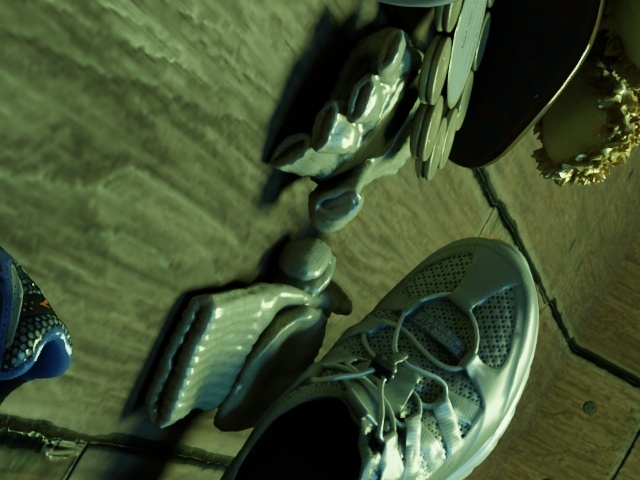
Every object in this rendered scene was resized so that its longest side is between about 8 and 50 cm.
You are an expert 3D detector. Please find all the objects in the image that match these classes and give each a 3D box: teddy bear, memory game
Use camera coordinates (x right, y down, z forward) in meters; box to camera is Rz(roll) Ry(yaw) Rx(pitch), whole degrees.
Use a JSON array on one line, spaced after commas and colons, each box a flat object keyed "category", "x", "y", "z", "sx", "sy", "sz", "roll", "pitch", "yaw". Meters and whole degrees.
[{"category": "teddy bear", "x": 0.242, "y": -0.146, "z": 1.207, "sx": 0.245, "sy": 0.113, "sz": 0.338, "roll": -60, "pitch": 178, "yaw": 14}, {"category": "memory game", "x": 0.079, "y": -0.123, "z": 0.942, "sx": 0.186, "sy": 0.012, "sz": 0.186, "roll": 14, "pitch": 90, "yaw": -79}]

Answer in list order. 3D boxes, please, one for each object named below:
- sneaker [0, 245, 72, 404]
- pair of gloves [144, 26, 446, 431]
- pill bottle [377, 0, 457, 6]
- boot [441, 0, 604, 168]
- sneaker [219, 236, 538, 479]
[{"category": "sneaker", "x": -0.149, "y": 0.089, "z": 0.499, "sx": 0.221, "sy": 0.087, "sz": 0.083, "roll": -62, "pitch": 165, "yaw": 4}, {"category": "pair of gloves", "x": 0.000, "y": 0.000, "z": 0.927, "sx": 0.240, "sy": 0.042, "sz": 0.204, "roll": -61, "pitch": 166, "yaw": 3}, {"category": "pill bottle", "x": 0.059, "y": -0.208, "z": 0.567, "sx": 0.245, "sy": 0.130, "sz": 0.130, "roll": -57, "pitch": 165, "yaw": -17}, {"category": "boot", "x": 0.144, "y": -0.139, "z": 1.078, "sx": 0.219, "sy": 0.082, "sz": 0.106, "roll": -64, "pitch": 163, "yaw": 1}, {"category": "sneaker", "x": 0.034, "y": 0.100, "z": 0.946, "sx": 0.281, "sy": 0.105, "sz": 0.115, "roll": -51, "pitch": 164, "yaw": -24}]
